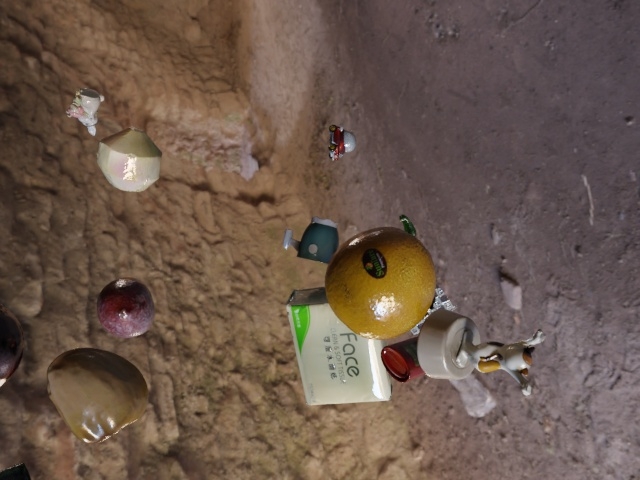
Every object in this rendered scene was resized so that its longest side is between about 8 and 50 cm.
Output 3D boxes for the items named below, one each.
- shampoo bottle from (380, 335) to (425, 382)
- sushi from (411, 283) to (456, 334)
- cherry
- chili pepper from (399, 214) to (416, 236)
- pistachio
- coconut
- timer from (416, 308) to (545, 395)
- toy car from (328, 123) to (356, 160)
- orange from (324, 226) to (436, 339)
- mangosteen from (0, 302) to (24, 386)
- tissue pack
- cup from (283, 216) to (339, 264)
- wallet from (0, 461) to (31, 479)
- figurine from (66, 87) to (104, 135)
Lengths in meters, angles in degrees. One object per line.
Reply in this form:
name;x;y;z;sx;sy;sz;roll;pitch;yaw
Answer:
shampoo bottle;0.312;0.343;1.583;0.118;0.314;0.076;47;121;32
sushi;0.402;0.256;2.013;0.139;0.201;0.031;52;-165;-4
cherry;-0.742;0.257;1.996;0.300;0.203;0.230;173;92;-81
chili pepper;0.327;-0.008;2.019;0.050;0.073;0.182;-26;-52;-66
pistachio;-0.587;0.391;1.383;0.163;0.213;0.260;-21;103;50
coconut;-0.765;-0.335;2.121;0.259;0.259;0.259;170;90;-75
timer;0.383;0.264;1.232;0.266;0.175;0.175;2;103;51
toy car;0.089;-0.394;2.111;0.112;0.112;0.139;87;-175;-71
orange;0.146;0.101;1.261;0.274;0.274;0.274;170;90;-75
mangosteen;-0.705;0.227;0.994;0.265;0.228;0.228;-67;8;-15
tissue pack;0.073;0.374;1.909;0.205;0.332;0.405;-55;-44;-71
cup;0.000;0.000;2.067;0.167;0.300;0.173;27;-105;-76
wallet;-0.712;0.639;1.179;0.055;0.160;0.236;-35;73;29
figurine;-0.765;-0.419;1.693;0.146;0.098;0.081;-58;26;33
